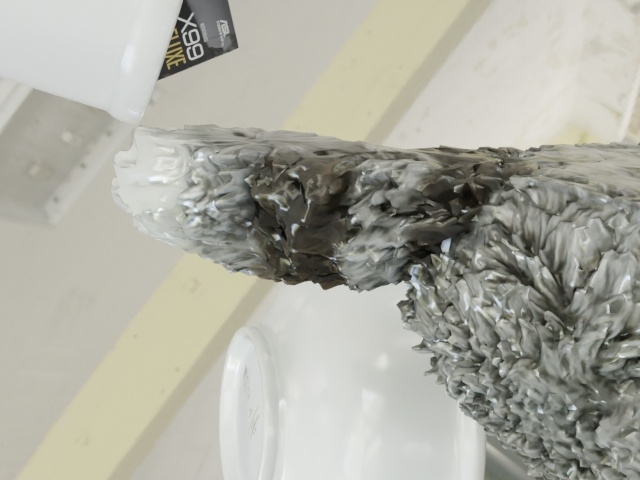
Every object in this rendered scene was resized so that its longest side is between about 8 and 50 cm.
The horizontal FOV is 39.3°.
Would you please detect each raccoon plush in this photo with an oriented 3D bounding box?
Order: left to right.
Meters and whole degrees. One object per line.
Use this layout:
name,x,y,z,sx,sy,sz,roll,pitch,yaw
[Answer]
raccoon plush,0.117,0.102,0.479,0.216,0.447,0.299,-28,-55,-62

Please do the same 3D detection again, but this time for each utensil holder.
utensil holder,-0.337,-0.337,0.965,0.327,0.386,0.327,-164,90,-75

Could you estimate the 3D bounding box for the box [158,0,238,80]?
box,-0.287,-0.424,1.527,0.243,0.076,0.307,-24,-41,-13

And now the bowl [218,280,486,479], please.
bowl,0.001,0.140,0.705,0.134,0.297,0.297,4,-49,-20
